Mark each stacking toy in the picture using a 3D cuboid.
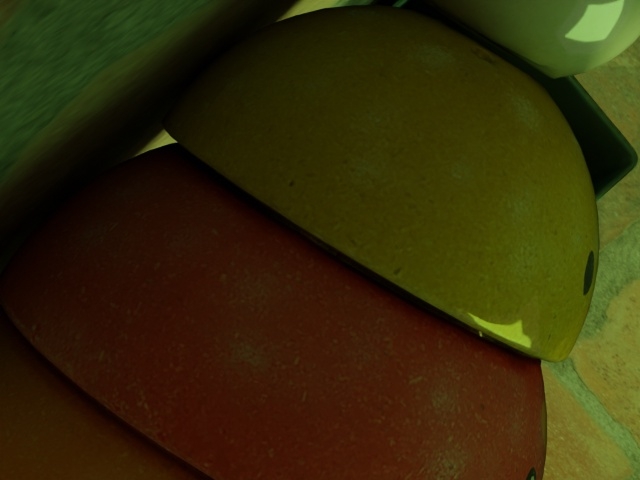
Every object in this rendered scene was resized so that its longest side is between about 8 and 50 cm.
[{"bbox_3d":[0.010,0.018,0.834,0.480,0.351,0.350,-59,175,7],"label":"stacking toy"}]

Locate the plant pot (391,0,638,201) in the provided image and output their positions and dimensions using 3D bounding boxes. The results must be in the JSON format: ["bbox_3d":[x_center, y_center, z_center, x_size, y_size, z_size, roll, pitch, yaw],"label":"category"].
[{"bbox_3d":[0.052,-0.049,1.187,0.166,0.165,0.234,-41,-175,-12],"label":"plant pot"}]
